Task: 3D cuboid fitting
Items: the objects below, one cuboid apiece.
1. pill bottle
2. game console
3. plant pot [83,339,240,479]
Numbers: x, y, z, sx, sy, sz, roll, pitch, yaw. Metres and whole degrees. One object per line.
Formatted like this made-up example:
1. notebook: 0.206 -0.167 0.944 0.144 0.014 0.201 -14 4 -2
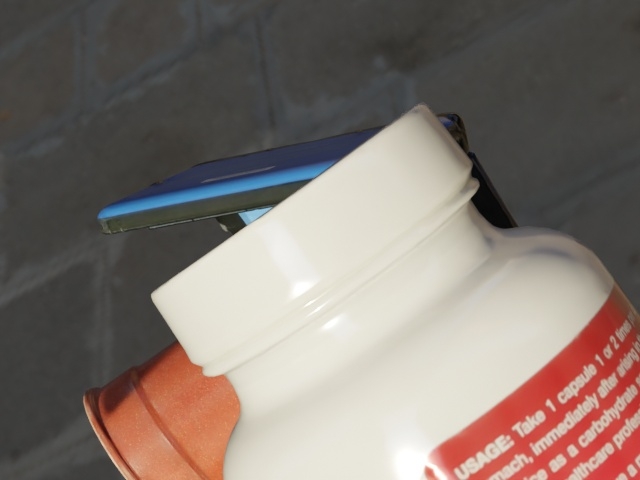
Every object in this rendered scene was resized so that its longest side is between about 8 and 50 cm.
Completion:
1. pill bottle: 0.099 0.144 0.739 0.229 0.407 0.229 -35 2 2
2. game console: 0.000 0.000 1.268 0.293 0.173 0.250 -10 12 33
3. plant pot: -0.104 0.206 1.779 0.265 0.272 0.272 -40 41 3
